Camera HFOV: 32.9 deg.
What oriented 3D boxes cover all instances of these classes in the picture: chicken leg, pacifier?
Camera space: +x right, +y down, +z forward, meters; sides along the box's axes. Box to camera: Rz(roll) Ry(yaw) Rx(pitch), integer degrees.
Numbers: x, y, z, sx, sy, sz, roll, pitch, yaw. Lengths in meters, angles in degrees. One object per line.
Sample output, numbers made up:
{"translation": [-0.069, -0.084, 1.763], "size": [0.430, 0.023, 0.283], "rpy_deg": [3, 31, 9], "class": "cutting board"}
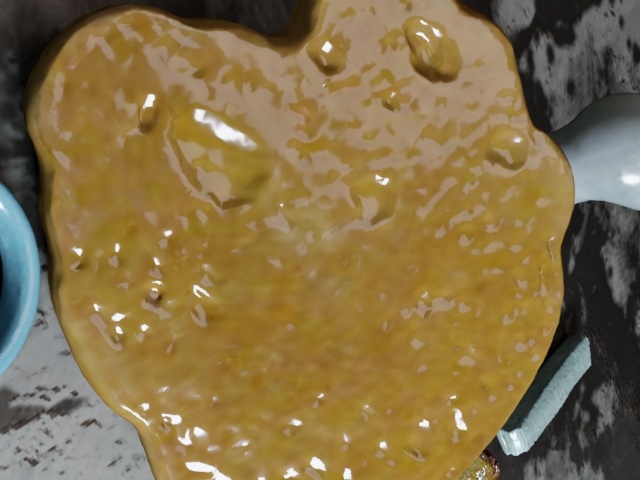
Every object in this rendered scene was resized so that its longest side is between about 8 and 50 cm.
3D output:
{"translation": [0.117, 0.195, 0.883], "size": [0.062, 0.037, 0.145], "rpy_deg": [-53, 131, -9], "class": "chicken leg"}
{"translation": [0.145, -0.035, 0.763], "size": [0.287, 0.226, 0.238], "rpy_deg": [39, 45, -40], "class": "pacifier"}

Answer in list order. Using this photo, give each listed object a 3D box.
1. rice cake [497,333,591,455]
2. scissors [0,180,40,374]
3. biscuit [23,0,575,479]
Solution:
{"translation": [0.210, 0.140, 1.004], "size": [0.171, 0.029, 0.033], "rpy_deg": [-40, 113, -45], "class": "rice cake"}
{"translation": [-0.206, -0.142, 0.488], "size": [0.192, 0.029, 0.447], "rpy_deg": [3, 88, -50], "class": "scissors"}
{"translation": [0.000, 0.000, 0.623], "size": [0.312, 0.057, 0.351], "rpy_deg": [-36, 112, -12], "class": "biscuit"}
